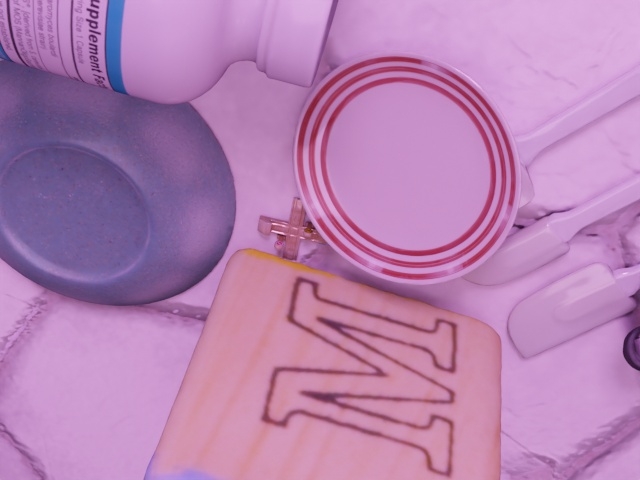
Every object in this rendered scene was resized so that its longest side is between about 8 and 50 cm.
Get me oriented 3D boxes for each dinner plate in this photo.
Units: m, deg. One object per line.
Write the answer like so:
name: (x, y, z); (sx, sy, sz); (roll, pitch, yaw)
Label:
dinner plate: (0.049, -0.041, 0.552); (0.141, 0.017, 0.141); (10, 114, 22)

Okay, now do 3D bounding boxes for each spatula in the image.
spatula: (0.179, -0.029, 0.556); (0.242, 0.019, 0.168); (-31, 113, 27)

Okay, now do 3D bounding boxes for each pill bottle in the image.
pill bottle: (-0.118, -0.152, 0.444); (0.264, 0.146, 0.146); (15, 125, -2)

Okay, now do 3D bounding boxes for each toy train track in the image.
toy train track: (0.000, 0.000, 0.609); (0.083, 0.014, 0.048); (12, 125, 1)

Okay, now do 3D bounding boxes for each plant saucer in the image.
plant saucer: (-0.152, -0.025, 0.604); (0.194, 0.037, 0.195); (5, 125, 7)

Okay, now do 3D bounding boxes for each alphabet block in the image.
alphabet block: (-0.007, 0.154, 0.600); (0.193, 0.197, 0.192); (19, 128, -3)

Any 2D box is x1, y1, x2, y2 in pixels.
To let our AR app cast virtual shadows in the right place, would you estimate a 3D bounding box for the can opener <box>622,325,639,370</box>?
can opener: (0.326, 0.044, 0.558); (0.280, 0.093, 0.074); (1, 80, 8)
